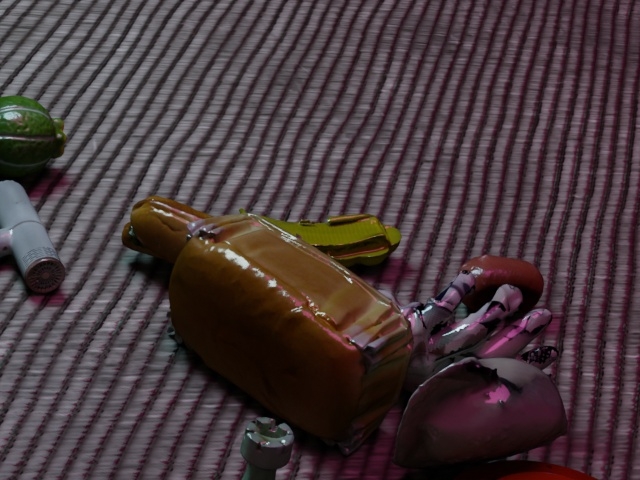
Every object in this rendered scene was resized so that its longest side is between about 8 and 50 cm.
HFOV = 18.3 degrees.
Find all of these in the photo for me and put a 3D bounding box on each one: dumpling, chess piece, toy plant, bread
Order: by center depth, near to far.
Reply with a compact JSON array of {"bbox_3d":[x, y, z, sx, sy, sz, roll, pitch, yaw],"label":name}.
[{"bbox_3d":[-0.051,0.200,1.649,0.067,0.103,0.067,9,31,-5],"label":"chess piece"},{"bbox_3d":[0.137,0.158,1.760,0.176,0.150,0.092,-2,63,-64],"label":"dumpling"},{"bbox_3d":[-0.035,0.080,1.827,0.241,0.136,0.107,34,37,31],"label":"bread"},{"bbox_3d":[-0.348,-0.108,2.077,0.162,0.092,0.093,0,32,-26],"label":"toy plant"}]

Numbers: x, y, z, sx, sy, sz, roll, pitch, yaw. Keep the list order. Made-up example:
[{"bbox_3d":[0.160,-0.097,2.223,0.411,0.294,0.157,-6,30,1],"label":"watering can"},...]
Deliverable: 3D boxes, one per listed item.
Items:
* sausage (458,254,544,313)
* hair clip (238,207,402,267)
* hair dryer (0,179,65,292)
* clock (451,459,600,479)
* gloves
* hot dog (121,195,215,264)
[{"bbox_3d":[0.184,0.045,2.041,0.094,0.059,0.054,4,40,-16],"label":"sausage"},{"bbox_3d":[0.000,0.000,2.063,0.173,0.046,0.072,0,35,-17],"label":"hair clip"},{"bbox_3d":[-0.358,0.001,1.941,0.183,0.044,0.155,-5,32,-22],"label":"hair dryer"},{"bbox_3d":[0.198,0.256,1.700,0.205,0.051,0.205,9,29,-5],"label":"clock"},{"bbox_3d":[0.115,0.099,1.875,0.212,0.127,0.111,14,41,21],"label":"gloves"},{"bbox_3d":[-0.079,0.021,1.971,0.250,0.068,0.100,21,-1,11],"label":"hot dog"}]
